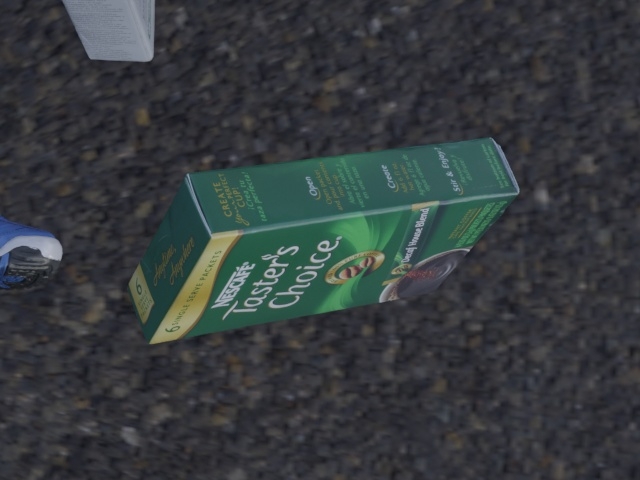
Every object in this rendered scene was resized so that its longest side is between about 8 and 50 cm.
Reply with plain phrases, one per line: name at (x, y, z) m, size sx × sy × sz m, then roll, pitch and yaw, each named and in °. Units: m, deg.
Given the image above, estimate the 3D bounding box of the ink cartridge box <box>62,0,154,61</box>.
ink cartridge box at (-0.177, -0.345, 1.401) m, size 0.071 × 0.330 × 0.324 m, roll 0°, pitch 78°, yaw 1°

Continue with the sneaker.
sneaker at (-0.266, -0.014, 1.203) m, size 0.080 × 0.211 × 0.081 m, roll 30°, pitch 72°, yaw -60°

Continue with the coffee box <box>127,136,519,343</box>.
coffee box at (0.000, 0.000, 0.916) m, size 0.184 × 0.113 × 0.040 m, roll -8°, pitch 62°, yaw -30°
